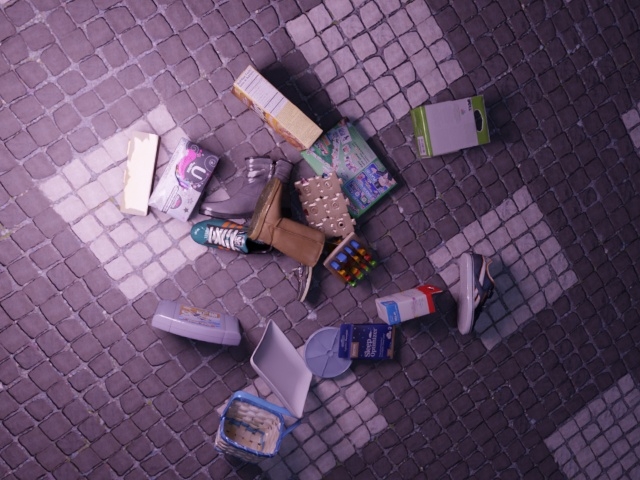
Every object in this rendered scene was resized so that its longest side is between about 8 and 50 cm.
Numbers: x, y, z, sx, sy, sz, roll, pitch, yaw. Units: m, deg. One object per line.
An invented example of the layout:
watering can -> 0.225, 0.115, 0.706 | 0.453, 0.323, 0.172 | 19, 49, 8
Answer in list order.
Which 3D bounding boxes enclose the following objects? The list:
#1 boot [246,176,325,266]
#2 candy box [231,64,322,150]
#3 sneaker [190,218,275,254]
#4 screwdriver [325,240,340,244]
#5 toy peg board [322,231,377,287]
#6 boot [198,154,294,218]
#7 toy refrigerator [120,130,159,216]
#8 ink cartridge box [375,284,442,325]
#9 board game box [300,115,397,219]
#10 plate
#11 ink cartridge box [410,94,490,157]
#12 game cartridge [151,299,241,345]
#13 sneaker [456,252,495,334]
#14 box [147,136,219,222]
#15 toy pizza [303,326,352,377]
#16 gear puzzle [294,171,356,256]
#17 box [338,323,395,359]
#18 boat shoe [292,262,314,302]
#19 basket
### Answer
boot -> -0.098, -0.061, 1.810 | 0.270, 0.089, 0.236 | 24, 89, -29
candy box -> -0.151, -0.439, 1.779 | 0.316, 0.183, 0.087 | 39, 87, -14
sneaker -> -0.300, -0.012, 1.831 | 0.303, 0.121, 0.108 | 7, 95, -13
screwdriver -> 0.000, 0.000, 1.924 | 0.170, 0.025, 0.024 | 9, 116, 3
toy peg board -> 0.120, 0.081, 1.918 | 0.161, 0.079, 0.160 | -47, 136, -4
boot -> -0.259, -0.185, 1.835 | 0.339, 0.118, 0.222 | -2, 95, -23
toy refrigerator -> -0.602, -0.222, 1.750 | 0.094, 0.102, 0.269 | 10, 95, -13
ink cartridge box -> 0.340, 0.240, 1.994 | 0.231, 0.134, 0.077 | -14, 99, -10
board game box -> 0.106, -0.263, 1.927 | 0.214, 0.046, 0.317 | -40, 103, -4
plate -> -0.141, 0.455, 1.863 | 0.045, 0.277, 0.278 | -32, 103, 18
ink cartridge box -> 0.487, -0.426, 1.966 | 0.256, 0.097, 0.188 | -14, 99, -12
game cartridge -> -0.419, 0.283, 1.803 | 0.298, 0.198, 0.062 | 16, 93, -14
sneaker -> 0.612, 0.212, 2.055 | 0.128, 0.126, 0.320 | 3, 95, -7
box -> -0.450, -0.199, 1.753 | 0.142, 0.163, 0.247 | 27, 91, -12
toy pizza -> 0.032, 0.425, 2.003 | 0.202, 0.032, 0.201 | -1, 96, -11
gear puzzle -> 0.037, -0.083, 1.917 | 0.176, 0.044, 0.338 | -14, 109, 15
box -> 0.178, 0.385, 2.005 | 0.226, 0.036, 0.136 | 3, 92, -22
boat shoe -> -0.066, 0.112, 1.924 | 0.074, 0.080, 0.223 | 14, 88, -8
basket -> -0.240, 0.650, 1.858 | 0.255, 0.201, 0.289 | 29, 129, -14
